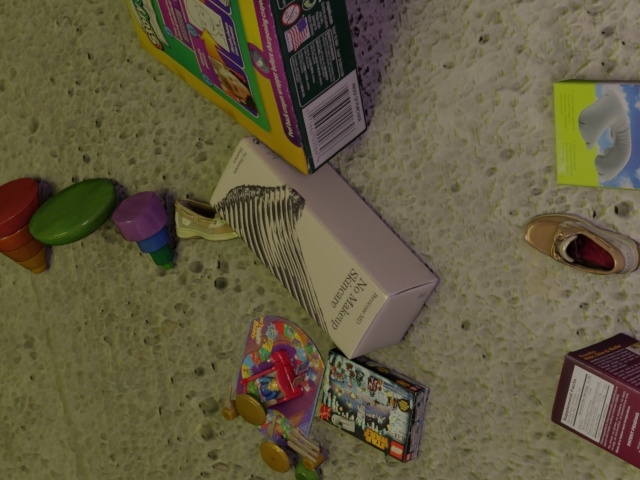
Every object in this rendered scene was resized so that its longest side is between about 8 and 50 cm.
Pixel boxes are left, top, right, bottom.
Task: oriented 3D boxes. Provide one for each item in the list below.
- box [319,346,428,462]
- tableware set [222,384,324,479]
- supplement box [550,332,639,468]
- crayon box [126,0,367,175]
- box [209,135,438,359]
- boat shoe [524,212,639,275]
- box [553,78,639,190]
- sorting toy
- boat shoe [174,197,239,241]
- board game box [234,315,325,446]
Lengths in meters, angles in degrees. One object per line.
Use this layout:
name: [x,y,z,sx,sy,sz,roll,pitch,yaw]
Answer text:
box: [0.061,0.193,1.900,0.137,0.027,0.094,23,116,37]
tableware set: [-0.058,0.243,2.003,0.154,0.024,0.104,32,139,19]
supplement box: [0.337,0.172,1.587,0.188,0.104,0.080,27,118,36]
crayon box: [-0.107,-0.287,1.767,0.313,0.106,0.363,40,159,30]
box: [0.000,0.000,1.865,0.275,0.094,0.113,46,127,26]
boat shoe: [0.263,0.004,1.656,0.135,0.045,0.050,15,109,40]
box: [0.315,-0.104,1.585,0.178,0.042,0.109,6,104,43]
sorting toy: [-0.329,-0.001,2.189,0.366,0.127,0.126,2,131,40]
boat shoe: [-0.128,-0.029,2.006,0.153,0.056,0.048,3,107,50]
board game box: [-0.063,0.179,2.009,0.133,0.033,0.168,31,119,33]
